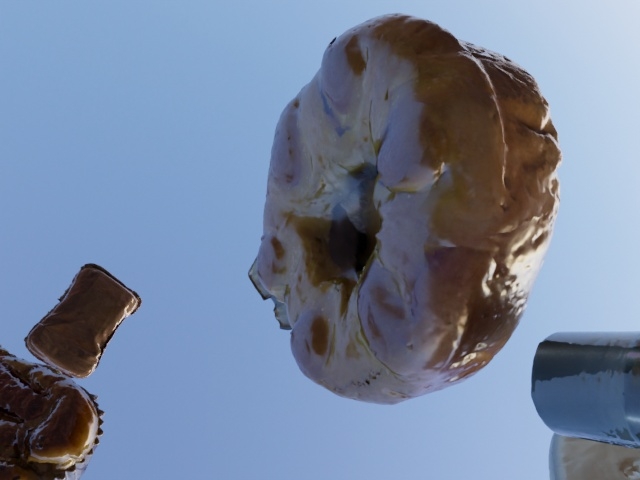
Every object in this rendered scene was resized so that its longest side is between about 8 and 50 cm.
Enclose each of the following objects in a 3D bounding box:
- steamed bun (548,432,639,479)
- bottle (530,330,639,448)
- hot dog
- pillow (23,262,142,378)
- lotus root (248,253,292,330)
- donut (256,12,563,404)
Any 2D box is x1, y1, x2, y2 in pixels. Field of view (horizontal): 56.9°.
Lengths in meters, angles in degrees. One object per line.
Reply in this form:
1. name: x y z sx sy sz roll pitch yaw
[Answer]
1. steamed bun: 0.550 0.438 0.850 0.290 0.371 0.456 68 -156 -16
2. bottle: 0.268 0.094 0.346 0.082 0.286 0.082 6 -100 -38
3. hot dog: -0.300 0.138 0.505 0.252 0.069 0.131 25 -135 23
4. pillow: -0.432 0.145 1.085 0.135 0.034 0.211 41 -133 -16
5. lotus root: 0.001 -0.004 0.984 0.210 0.314 0.142 47 -145 -1
6. donut: 0.061 -0.019 0.517 0.150 0.317 0.299 2 -123 -31
